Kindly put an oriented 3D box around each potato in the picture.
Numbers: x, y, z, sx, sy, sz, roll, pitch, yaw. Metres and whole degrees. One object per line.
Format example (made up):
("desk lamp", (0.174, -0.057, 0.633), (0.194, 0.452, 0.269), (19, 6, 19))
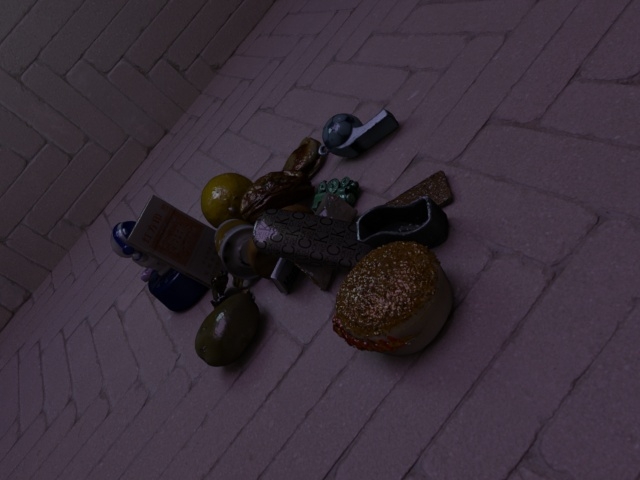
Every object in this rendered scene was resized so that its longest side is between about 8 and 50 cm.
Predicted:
("potato", (-0.279, 0.268, 1.730), (0.174, 0.159, 0.251), (27, 68, 32))

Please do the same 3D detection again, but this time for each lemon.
("lemon", (-0.345, -0.147, 2.152), (0.236, 0.236, 0.263), (-50, 45, -2))

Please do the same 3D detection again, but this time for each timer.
("timer", (-0.615, 0.065, 2.108), (0.270, 0.383, 0.270), (-29, 39, 26))

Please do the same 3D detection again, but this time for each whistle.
("whistle", (0.110, -0.383, 1.940), (0.289, 0.163, 0.164), (-34, 36, 19))

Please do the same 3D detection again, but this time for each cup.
("cup", (-0.282, 0.045, 1.964), (0.226, 0.185, 0.241), (36, 116, 62))

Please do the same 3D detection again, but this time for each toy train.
("toy train", (0.051, -0.149, 1.846), (0.178, 0.071, 0.105), (-9, 58, 46))

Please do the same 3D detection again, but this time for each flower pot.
("flower pot", (0.215, -0.034, 1.485), (0.229, 0.108, 0.103), (-12, 59, 38))

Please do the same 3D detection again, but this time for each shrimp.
("shrimp", (-0.345, 0.174, 1.891), (0.254, 0.059, 0.145), (150, 128, -76))

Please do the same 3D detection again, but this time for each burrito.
("burrito", (0.004, 0.001, 1.702), (0.143, 0.105, 0.299), (14, 65, 22))

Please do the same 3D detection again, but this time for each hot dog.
("hot dog", (-0.159, -0.161, 1.958), (0.272, 0.122, 0.196), (-24, 25, -18))

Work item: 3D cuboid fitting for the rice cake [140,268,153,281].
("rice cake", (-0.690, 0.086, 2.472), (0.270, 0.055, 0.049), (-40, 39, 10))

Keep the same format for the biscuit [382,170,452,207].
("biscuit", (0.265, -0.101, 1.590), (0.230, 0.025, 0.131), (-31, 40, 25))

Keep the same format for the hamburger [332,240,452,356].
("hamburger", (0.167, 0.134, 1.327), (0.276, 0.179, 0.294), (13, 67, 54))

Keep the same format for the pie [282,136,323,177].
("pie", (-0.075, -0.298, 2.125), (0.205, 0.084, 0.179), (-51, 33, 2))

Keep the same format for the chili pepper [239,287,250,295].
("chili pepper", (-0.292, 0.218, 1.907), (0.178, 0.027, 0.045), (-40, 29, 16))

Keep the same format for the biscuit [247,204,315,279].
("biscuit", (-0.129, -0.010, 1.811), (0.274, 0.213, 0.091), (-42, 58, -3))

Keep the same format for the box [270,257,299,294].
("box", (-0.091, 0.068, 1.753), (0.035, 0.115, 0.178), (15, 66, 24))

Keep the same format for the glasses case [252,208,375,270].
("glasses case", (-0.019, -0.003, 1.601), (0.354, 0.085, 0.137), (11, 67, 5))

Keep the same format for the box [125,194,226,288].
("box", (-0.498, 0.009, 2.049), (0.051, 0.365, 0.205), (-29, 35, 54))
